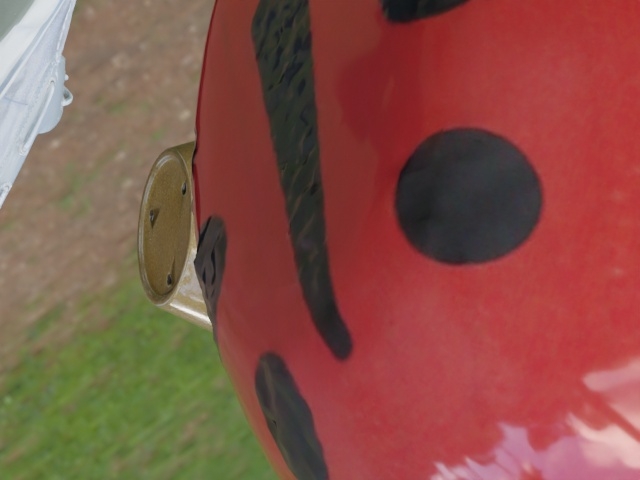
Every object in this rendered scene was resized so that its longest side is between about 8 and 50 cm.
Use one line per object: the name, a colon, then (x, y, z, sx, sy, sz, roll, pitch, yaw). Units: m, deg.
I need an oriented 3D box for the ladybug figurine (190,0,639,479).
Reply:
ladybug figurine: (0.057, -0.038, 0.645, 0.305, 0.162, 0.449, -55, -153, 28)

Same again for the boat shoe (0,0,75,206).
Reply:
boat shoe: (-0.192, -0.086, 1.003, 0.081, 0.079, 0.227, 31, 85, -52)

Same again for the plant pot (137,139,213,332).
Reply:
plant pot: (0.000, 0.000, 1.299, 0.254, 0.237, 0.237, 5, 151, -26)
